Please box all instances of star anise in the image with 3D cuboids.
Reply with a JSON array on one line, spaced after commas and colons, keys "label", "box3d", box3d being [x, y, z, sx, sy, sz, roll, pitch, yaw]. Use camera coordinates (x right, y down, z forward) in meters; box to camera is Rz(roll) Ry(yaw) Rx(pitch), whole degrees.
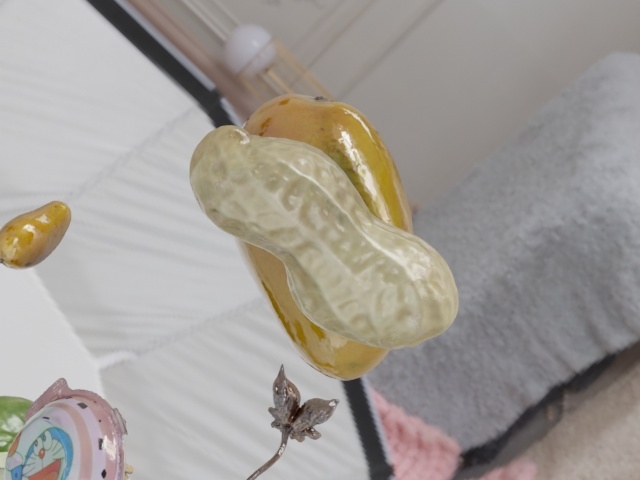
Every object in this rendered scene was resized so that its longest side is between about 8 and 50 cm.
[{"label": "star anise", "box3d": [-0.099, 0.343, 1.917, 0.219, 0.148, 0.227, -21, 20, 33]}]

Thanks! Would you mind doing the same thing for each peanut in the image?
[{"label": "peanut", "box3d": [0.000, 0.000, 1.087, 0.136, 0.298, 0.120, -47, 8, 12]}]

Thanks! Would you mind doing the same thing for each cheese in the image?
[{"label": "cheese", "box3d": [-0.249, 0.269, 1.126, 0.189, 0.074, 0.286, -40, 51, 24]}]

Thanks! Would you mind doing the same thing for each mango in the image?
[{"label": "mango", "box3d": [-0.537, -0.007, 2.100, 0.115, 0.090, 0.178, -59, -7, 31]}, {"label": "mango", "box3d": [0.003, -0.009, 1.710, 0.232, 0.445, 0.300, -3, -14, -46]}]

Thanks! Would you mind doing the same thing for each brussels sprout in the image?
[{"label": "brussels sprout", "box3d": [-0.596, 0.416, 2.149, 0.244, 0.244, 0.244, -45, 8, 9]}]

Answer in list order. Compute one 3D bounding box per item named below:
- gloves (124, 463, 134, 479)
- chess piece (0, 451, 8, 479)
[{"label": "gloves", "box3d": [-0.378, 0.361, 1.790, 0.110, 0.094, 0.144, -1, 11, 45]}, {"label": "chess piece", "box3d": [-0.430, 0.430, 1.565, 0.144, 0.145, 0.251, 177, 97, -78]}]
